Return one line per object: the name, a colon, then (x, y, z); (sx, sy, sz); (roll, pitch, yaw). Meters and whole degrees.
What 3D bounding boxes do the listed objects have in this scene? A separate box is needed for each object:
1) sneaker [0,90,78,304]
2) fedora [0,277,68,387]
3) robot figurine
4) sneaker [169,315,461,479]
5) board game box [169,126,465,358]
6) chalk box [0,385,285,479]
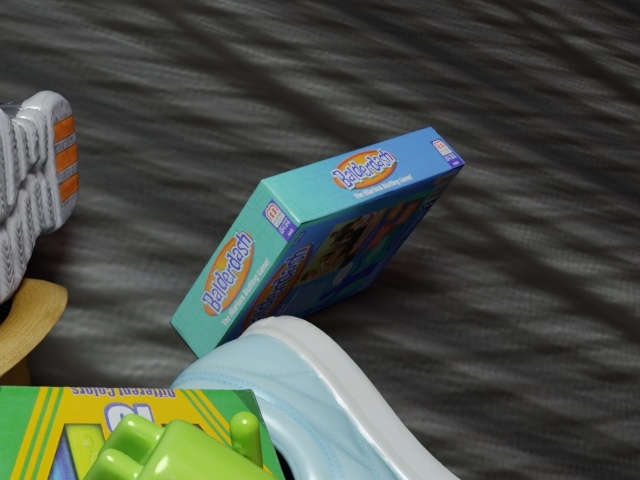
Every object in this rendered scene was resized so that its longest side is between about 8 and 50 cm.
sneaker: (-0.269, -0.028, 0.866); (0.180, 0.124, 0.321); (-2, 7, 4)
fedora: (-0.227, 0.090, 0.840); (0.194, 0.194, 0.079); (-44, 122, -53)
robot figurine: (-0.056, 0.131, 0.670); (0.115, 0.067, 0.101); (33, 39, -4)
sneaker: (0.027, 0.213, 0.911); (0.366, 0.135, 0.150); (43, 44, 23)
board game box: (0.000, 0.000, 1.078); (0.047, 0.160, 0.210); (48, 38, 16)
chalk box: (-0.101, 0.240, 0.722); (0.179, 0.180, 0.289); (5, 48, -35)
